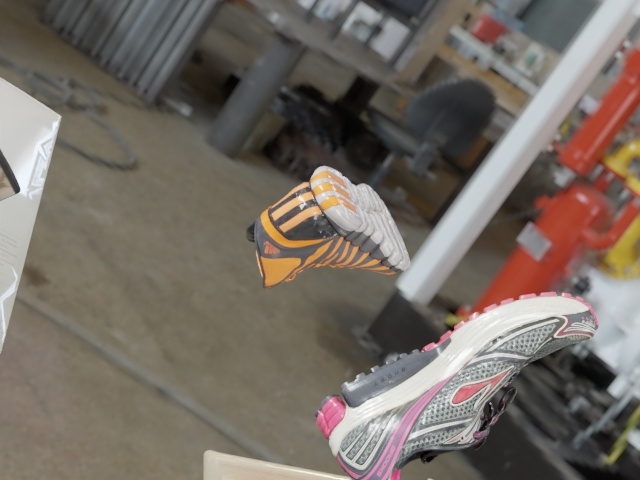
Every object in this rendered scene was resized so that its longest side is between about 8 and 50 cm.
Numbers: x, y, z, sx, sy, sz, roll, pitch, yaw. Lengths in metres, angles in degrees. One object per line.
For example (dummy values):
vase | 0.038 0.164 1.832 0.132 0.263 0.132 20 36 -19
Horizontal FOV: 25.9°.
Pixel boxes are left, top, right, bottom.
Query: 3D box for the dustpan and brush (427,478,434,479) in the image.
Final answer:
dustpan and brush | 0.125 0.419 1.820 0.060 0.211 0.147 17 -7 -25

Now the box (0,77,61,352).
box | -0.510 -0.036 1.840 0.215 0.345 0.168 -2 -22 35

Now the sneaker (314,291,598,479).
sneaker | 0.147 0.149 1.388 0.112 0.299 0.121 59 -8 18

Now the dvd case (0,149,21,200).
dvd case | -0.436 -0.075 1.506 0.253 0.180 0.022 86 -22 -67

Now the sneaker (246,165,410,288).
sneaker | 0.000 0.000 1.988 0.321 0.180 0.124 34 30 -57

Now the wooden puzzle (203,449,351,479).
wooden puzzle | -0.040 0.362 1.570 0.239 0.221 0.044 8 13 28
